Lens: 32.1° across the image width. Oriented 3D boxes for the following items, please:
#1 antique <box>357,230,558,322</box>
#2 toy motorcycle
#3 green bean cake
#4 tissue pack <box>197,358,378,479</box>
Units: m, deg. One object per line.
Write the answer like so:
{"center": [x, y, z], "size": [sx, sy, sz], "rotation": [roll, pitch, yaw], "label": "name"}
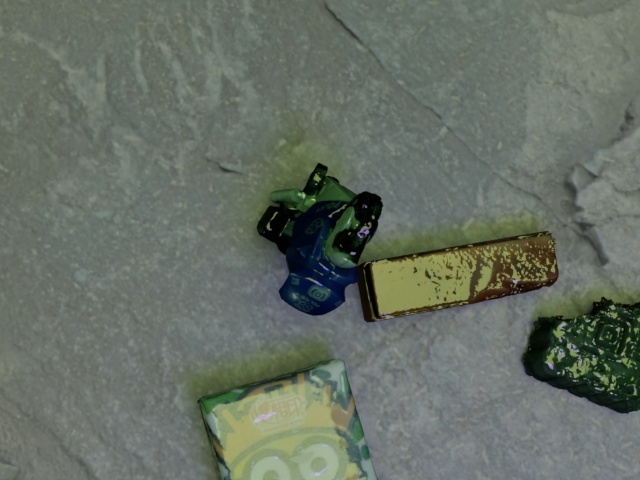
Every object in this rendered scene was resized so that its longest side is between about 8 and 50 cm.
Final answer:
{"center": [0.217, 0.056, 1.752], "size": [0.310, 0.087, 0.093], "rotation": [-10, 85, -8], "label": "antique"}
{"center": [0.000, 0.000, 1.617], "size": [0.125, 0.331, 0.196], "rotation": [31, 91, -17], "label": "toy motorcycle"}
{"center": [0.443, 0.155, 1.754], "size": [0.208, 0.107, 0.193], "rotation": [21, 81, -1], "label": "green bean cake"}
{"center": [-0.037, 0.354, 1.661], "size": [0.228, 0.128, 0.311], "rotation": [-15, 84, -10], "label": "tissue pack"}
